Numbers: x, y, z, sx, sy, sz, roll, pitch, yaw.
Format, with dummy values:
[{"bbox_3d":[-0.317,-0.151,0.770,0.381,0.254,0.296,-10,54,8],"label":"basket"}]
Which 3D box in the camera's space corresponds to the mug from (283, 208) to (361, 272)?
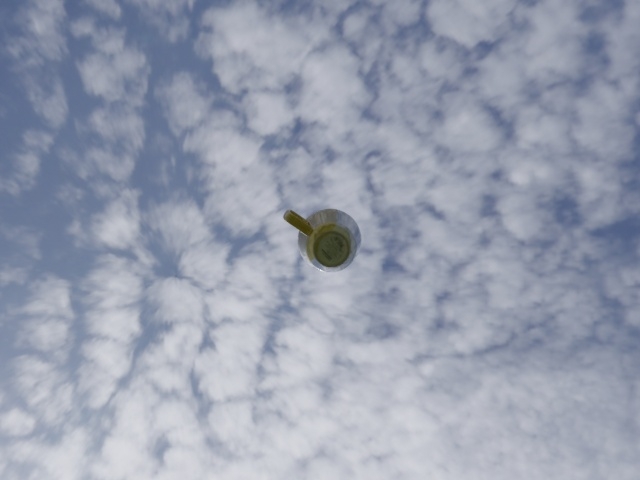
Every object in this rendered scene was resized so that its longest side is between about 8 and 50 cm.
[{"bbox_3d":[0.002,0.004,1.137,0.078,0.064,0.062,3,-82,-2],"label":"mug"}]
